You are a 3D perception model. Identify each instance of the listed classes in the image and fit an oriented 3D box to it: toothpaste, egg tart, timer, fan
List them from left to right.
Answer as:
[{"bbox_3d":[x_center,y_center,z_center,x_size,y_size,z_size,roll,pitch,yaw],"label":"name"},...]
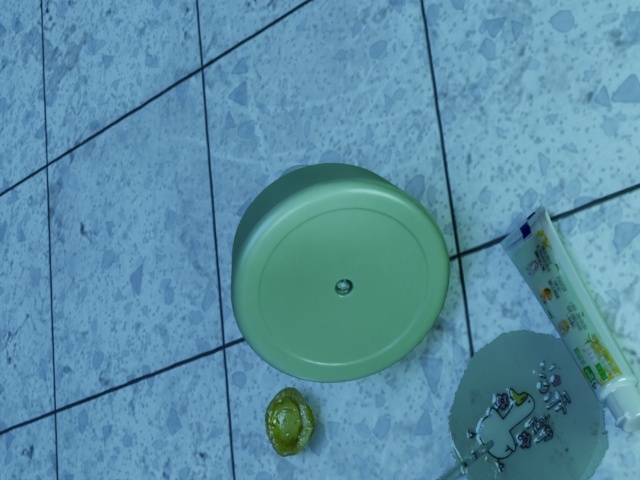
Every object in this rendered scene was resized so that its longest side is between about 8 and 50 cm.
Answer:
[{"bbox_3d":[-0.041,0.268,1.865,0.105,0.039,0.105,-13,72,45],"label":"egg tart"},{"bbox_3d":[0.000,0.000,1.760,0.291,0.291,0.315,-63,21,16],"label":"timer"},{"bbox_3d":[0.200,0.275,1.624,0.415,0.012,0.233,-42,52,29],"label":"fan"},{"bbox_3d":[0.306,0.093,1.526,0.056,0.058,0.314,82,168,-52],"label":"toothpaste"}]
